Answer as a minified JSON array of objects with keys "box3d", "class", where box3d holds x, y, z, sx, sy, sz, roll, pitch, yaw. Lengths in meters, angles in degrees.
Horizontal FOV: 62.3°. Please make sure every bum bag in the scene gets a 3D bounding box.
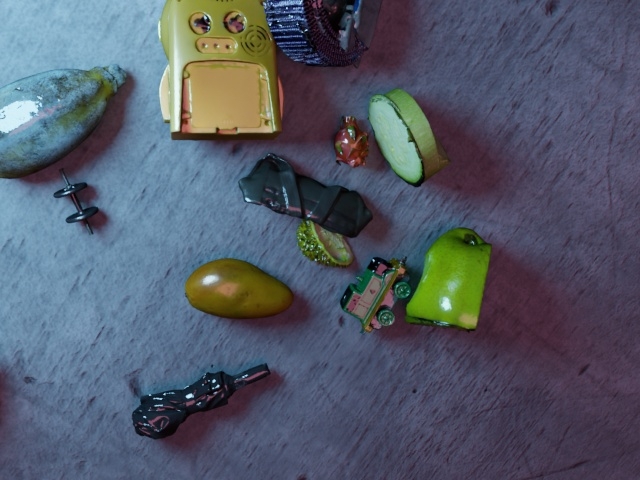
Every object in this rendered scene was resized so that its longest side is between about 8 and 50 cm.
[{"box3d":[-0.023,-0.100,1.177,0.326,0.079,0.142,18,58,-23],"class":"bum bag"}]

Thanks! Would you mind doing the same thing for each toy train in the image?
[{"box3d":[0.136,0.128,1.309,0.136,0.091,0.228,25,100,-10],"class":"toy train"}]

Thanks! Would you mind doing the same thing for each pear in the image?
[{"box3d":[0.312,0.094,1.271,0.159,0.292,0.293,16,105,15],"class":"pear"}]

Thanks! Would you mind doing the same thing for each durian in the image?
[{"box3d":[0.000,0.000,1.253,0.215,0.086,0.100,47,58,-26],"class":"durian"}]

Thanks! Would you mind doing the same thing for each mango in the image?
[{"box3d":[-0.180,0.113,1.208,0.253,0.113,0.139,11,105,-19],"class":"mango"}]

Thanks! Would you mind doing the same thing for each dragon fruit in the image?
[{"box3d":[0.068,-0.222,1.183,0.081,0.086,0.116,-3,104,27],"class":"dragon fruit"}]

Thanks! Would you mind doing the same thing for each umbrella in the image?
[{"box3d":[-0.283,0.376,1.277,0.339,0.118,0.118,-19,111,-11],"class":"umbrella"}]

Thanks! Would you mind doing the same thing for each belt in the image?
[{"box3d":[0.018,-0.494,1.009,0.260,0.122,0.325,22,82,-52],"class":"belt"}]

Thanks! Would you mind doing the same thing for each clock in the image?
[{"box3d":[-0.189,-0.355,1.026,0.244,0.200,0.317,-3,100,-16],"class":"clock"}]

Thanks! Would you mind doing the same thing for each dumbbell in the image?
[{"box3d":[-0.502,-0.078,1.088,0.069,0.069,0.147,-20,111,-7],"class":"dumbbell"}]

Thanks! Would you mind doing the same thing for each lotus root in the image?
[{"box3d":[-0.512,-0.238,0.998,0.322,0.140,0.158,-33,112,-5],"class":"lotus root"}]

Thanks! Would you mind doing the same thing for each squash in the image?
[{"box3d":[0.202,-0.234,1.138,0.133,0.220,0.220,-29,112,0],"class":"squash"}]
